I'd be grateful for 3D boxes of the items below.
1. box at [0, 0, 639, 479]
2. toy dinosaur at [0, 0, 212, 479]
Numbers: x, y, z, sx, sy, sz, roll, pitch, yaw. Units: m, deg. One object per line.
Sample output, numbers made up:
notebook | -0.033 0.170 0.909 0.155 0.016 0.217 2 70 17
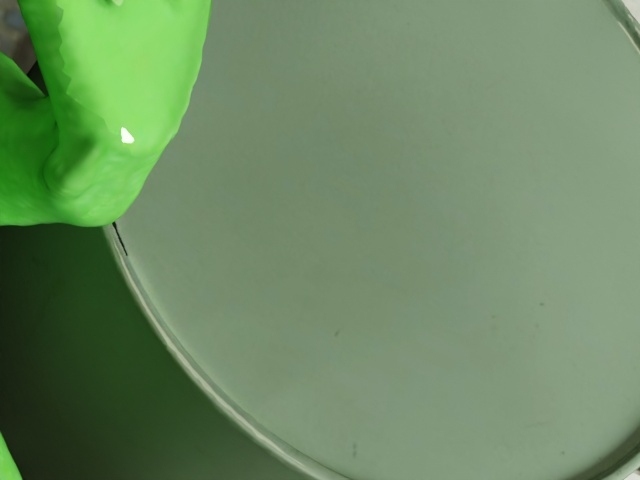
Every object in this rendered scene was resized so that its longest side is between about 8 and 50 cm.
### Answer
box | 0.000 0.000 0.541 0.226 0.149 0.226 12 64 -25
toy dinosaur | -0.214 0.003 0.448 0.144 0.374 0.500 -24 122 -52
